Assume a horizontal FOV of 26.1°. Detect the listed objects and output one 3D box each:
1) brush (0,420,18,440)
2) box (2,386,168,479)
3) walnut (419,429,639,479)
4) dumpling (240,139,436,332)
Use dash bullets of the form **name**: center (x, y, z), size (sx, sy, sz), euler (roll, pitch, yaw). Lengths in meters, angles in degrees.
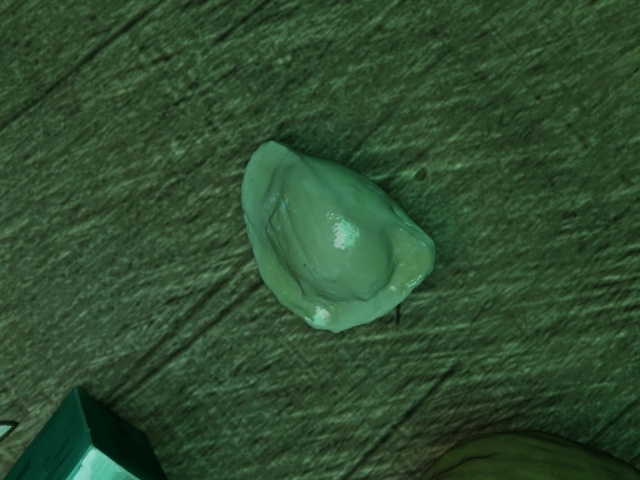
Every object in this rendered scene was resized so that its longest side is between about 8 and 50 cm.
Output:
- **brush**: center (-0.449, 0.250, 1.627), size (0.196, 0.021, 0.070), euler (-21, 91, -4)
- **box**: center (-0.270, 0.293, 1.483), size (0.118, 0.311, 0.205), euler (40, 85, -14)
- **walnut**: center (0.237, 0.385, 1.502), size (0.381, 0.381, 0.381), euler (0, 91, -2)
- **dumpling**: center (0.000, 0.000, 1.591), size (0.252, 0.131, 0.179), euler (36, 112, 9)
